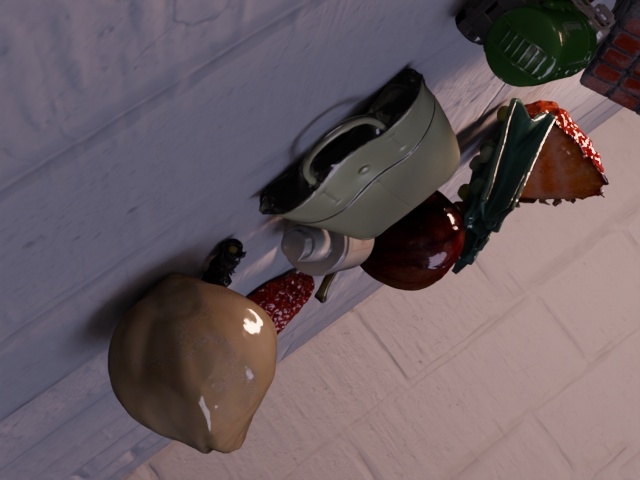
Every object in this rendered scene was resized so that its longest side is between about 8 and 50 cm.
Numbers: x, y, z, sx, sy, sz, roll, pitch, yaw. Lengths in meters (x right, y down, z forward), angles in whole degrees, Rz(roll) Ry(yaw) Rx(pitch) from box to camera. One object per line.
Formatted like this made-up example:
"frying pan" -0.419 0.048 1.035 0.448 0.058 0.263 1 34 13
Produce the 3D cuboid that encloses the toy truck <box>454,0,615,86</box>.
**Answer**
"toy truck" 0.240 -0.231 1.053 0.101 0.125 0.242 -44 171 31

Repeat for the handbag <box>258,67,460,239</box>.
"handbag" 0.044 -0.105 1.164 0.241 0.109 0.315 -41 158 12

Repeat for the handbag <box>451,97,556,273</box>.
"handbag" 0.307 -0.106 1.777 0.274 0.100 0.269 -60 178 -27

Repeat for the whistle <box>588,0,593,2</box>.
"whistle" 0.350 -0.334 1.289 0.109 0.057 0.046 -24 121 -26

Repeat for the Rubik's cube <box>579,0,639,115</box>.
"Rubik's cube" 0.521 -0.296 1.289 0.237 0.237 0.238 -61 176 -15

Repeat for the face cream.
"face cream" 0.000 0.000 1.368 0.101 0.101 0.251 -40 171 15

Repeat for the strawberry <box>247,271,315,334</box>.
"strawberry" -0.073 0.115 1.751 0.188 0.082 0.121 -28 164 -36

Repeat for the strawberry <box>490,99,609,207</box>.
"strawberry" 0.438 -0.192 1.986 0.253 0.280 0.150 -13 -129 37

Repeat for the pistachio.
"pistachio" -0.151 0.160 1.211 0.207 0.226 0.332 -17 161 -6

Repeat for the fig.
"fig" 0.114 -0.003 1.655 0.249 0.187 0.203 -6 173 -17

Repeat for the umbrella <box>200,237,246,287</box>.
"umbrella" -0.132 0.043 1.262 0.144 0.040 0.037 -51 -162 54
